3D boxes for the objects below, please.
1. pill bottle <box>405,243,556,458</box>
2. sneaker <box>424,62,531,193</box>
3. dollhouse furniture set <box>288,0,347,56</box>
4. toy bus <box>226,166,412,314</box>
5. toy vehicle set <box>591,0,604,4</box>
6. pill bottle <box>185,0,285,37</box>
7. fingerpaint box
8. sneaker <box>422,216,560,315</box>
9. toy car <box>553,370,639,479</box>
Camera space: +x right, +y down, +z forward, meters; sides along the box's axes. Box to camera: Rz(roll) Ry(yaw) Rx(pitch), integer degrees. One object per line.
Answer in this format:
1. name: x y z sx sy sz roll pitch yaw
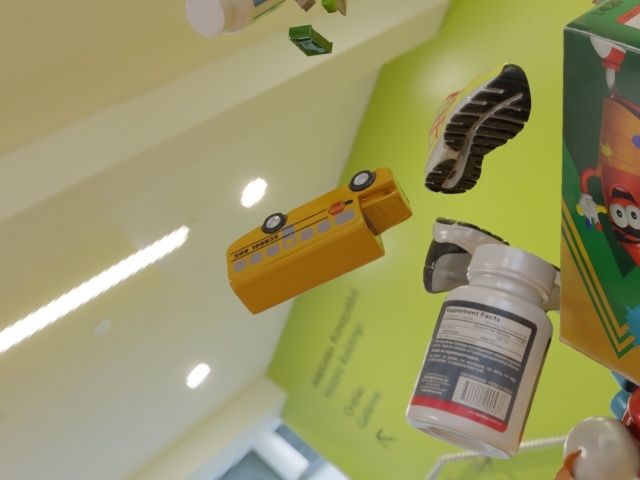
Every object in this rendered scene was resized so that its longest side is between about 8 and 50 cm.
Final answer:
1. pill bottle: 0.156 0.101 0.951 0.108 0.108 0.180 70 -140 -70
2. sneaker: 0.164 -0.140 1.135 0.208 0.081 0.094 124 151 -55
3. dollhouse furniture set: -0.005 -0.321 1.318 0.058 0.076 0.152 25 -115 -60
4. toy bus: 0.000 0.000 1.810 0.332 0.130 0.108 -25 -51 12
5. toy vehicle set: 0.562 -0.541 1.884 0.267 0.035 0.166 -53 -17 -57
6. pill bottle: -0.163 -0.475 1.981 0.221 0.124 0.124 -45 -17 -48
7. fingerpaint box: 0.429 -0.116 1.001 0.444 0.163 0.371 -35 -46 -27
8. sneaker: 0.239 0.059 1.327 0.271 0.100 0.108 23 -90 -28
9. toy car: 0.450 0.320 1.534 0.238 0.219 0.210 -23 -42 -6
